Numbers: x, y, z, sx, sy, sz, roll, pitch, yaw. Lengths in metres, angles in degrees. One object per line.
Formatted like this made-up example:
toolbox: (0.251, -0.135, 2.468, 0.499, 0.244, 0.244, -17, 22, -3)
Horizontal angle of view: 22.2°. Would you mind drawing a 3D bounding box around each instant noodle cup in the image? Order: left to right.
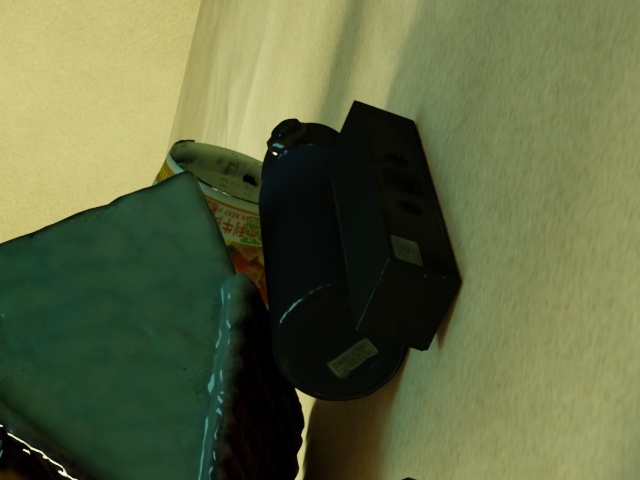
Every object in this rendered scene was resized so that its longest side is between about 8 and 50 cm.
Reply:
instant noodle cup: (-0.095, 0.027, 1.287, 0.168, 0.168, 0.185, -103, 34, -67)

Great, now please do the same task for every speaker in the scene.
speaker: (0.035, -0.014, 0.861, 0.191, 0.040, 0.046, -98, 28, -62)

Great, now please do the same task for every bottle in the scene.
bottle: (0.000, 0.000, 0.954, 0.082, 0.072, 0.244, 60, -171, -23)

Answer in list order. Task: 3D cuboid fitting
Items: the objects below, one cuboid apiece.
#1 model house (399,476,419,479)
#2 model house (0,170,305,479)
model house: (0.019, 0.172, 0.577, 0.152, 0.106, 0.165, -105, 31, -64)
model house: (-0.112, 0.149, 0.983, 0.280, 0.230, 0.249, 72, 177, -64)
